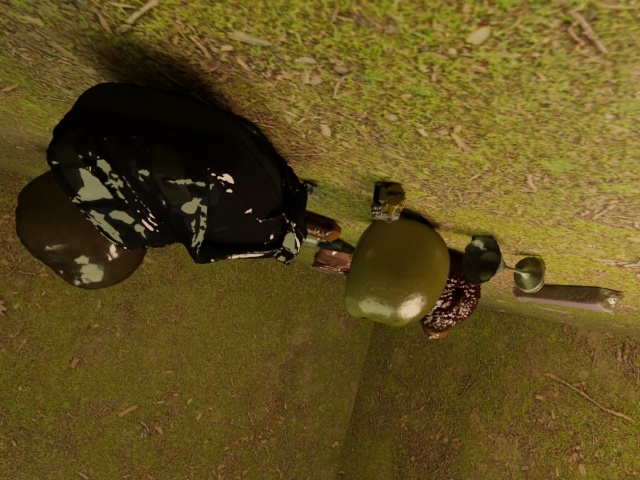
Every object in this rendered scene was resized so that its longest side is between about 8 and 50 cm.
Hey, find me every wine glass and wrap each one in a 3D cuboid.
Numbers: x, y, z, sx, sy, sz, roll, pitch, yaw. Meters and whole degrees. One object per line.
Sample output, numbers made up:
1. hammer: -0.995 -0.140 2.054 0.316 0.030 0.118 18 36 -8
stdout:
1. wine glass: 0.441 0.061 1.064 0.183 0.122 0.122 12 175 -27

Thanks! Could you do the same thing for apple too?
1. apple: 0.187 0.079 1.084 0.234 0.257 0.295 14 173 4

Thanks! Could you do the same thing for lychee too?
1. lychee: 0.360 0.146 1.361 0.236 0.235 0.271 17 -177 -11

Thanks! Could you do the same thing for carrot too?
1. carrot: -0.085 -0.070 1.303 0.314 0.066 0.066 20 171 -21

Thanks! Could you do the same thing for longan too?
1. longan: -0.807 -0.058 1.568 0.436 0.404 0.404 43 163 -19

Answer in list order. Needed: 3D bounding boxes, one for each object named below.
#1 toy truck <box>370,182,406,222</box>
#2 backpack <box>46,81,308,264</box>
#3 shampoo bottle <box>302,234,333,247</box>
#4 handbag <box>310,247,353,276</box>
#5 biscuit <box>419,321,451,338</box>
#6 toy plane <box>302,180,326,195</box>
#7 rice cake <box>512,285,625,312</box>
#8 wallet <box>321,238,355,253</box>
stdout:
1. toy truck: 0.132 -0.072 0.869 0.063 0.052 0.123 8 170 9
2. backpack: -0.212 -0.088 0.729 0.364 0.254 0.445 7 168 12
3. shampoo bottle: -0.068 -0.033 1.434 0.234 0.087 0.118 16 171 -10
4. handbag: 0.067 0.092 1.998 0.205 0.116 0.179 16 172 3
5. biscuit: 0.304 0.165 1.569 0.432 0.064 0.283 33 -135 30
6. toy plane: -0.029 -0.111 0.981 0.079 0.031 0.083 18 172 -23
7. rice cake: 0.762 0.178 1.426 0.070 0.064 0.399 23 171 -12
8. wallet: 0.000 0.001 1.725 0.169 0.044 0.317 9 171 33
